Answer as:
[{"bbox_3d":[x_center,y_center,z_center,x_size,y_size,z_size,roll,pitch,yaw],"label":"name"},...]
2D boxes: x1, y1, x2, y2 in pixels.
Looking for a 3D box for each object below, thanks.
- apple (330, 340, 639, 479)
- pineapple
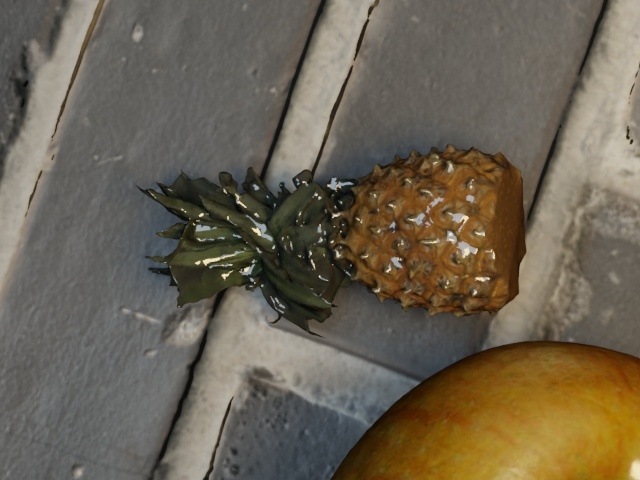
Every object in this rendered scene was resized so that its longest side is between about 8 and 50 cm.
[{"bbox_3d":[0.183,0.271,1.595,0.400,0.333,0.400,-2,71,6],"label":"apple"},{"bbox_3d":[0.001,0.003,1.777,0.364,0.165,0.166,-4,84,19],"label":"pineapple"}]
